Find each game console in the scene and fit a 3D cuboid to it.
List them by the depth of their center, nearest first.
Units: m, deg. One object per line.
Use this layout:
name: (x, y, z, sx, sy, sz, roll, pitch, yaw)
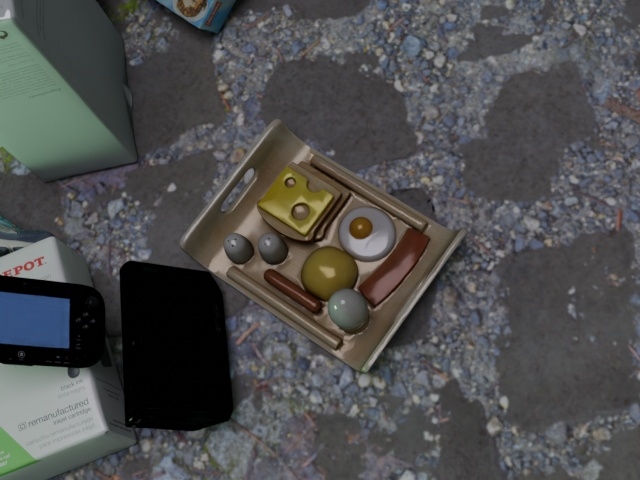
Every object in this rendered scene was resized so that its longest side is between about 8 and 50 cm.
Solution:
game console: (-0.278, 0.117, 1.185, 0.362, 0.044, 0.213, 9, 56, -29)

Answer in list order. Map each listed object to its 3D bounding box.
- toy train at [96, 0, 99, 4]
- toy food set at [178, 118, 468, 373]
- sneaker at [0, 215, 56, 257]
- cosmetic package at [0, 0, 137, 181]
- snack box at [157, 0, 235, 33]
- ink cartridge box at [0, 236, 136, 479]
toy train: (-0.466, -0.421, 1.404, 0.334, 0.190, 0.142, 31, 75, -7)
toy food set: (0.000, 0.000, 1.261, 0.306, 0.092, 0.219, 33, 80, 19)
sneaker: (-0.490, -0.026, 1.357, 0.283, 0.110, 0.122, 5, 69, 12)
cosmetic package: (-0.377, -0.251, 1.264, 0.156, 0.385, 0.217, -12, 67, 5)
snack box: (-0.236, -0.462, 1.446, 0.322, 0.060, 0.187, 35, 106, 19)
ink cartridge box: (-0.376, 0.161, 1.265, 0.198, 0.115, 0.272, -22, 69, 2)
